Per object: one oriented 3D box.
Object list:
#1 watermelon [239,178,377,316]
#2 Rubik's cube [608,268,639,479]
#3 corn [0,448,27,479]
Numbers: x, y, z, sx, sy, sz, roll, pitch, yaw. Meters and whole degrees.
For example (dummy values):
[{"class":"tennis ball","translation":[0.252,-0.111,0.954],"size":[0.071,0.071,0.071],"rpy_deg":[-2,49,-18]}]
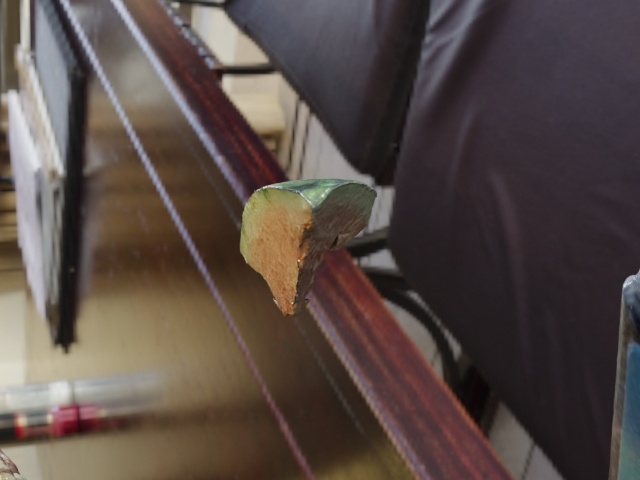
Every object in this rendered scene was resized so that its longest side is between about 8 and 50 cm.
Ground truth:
[{"class":"watermelon","translation":[-0.003,-0.011,0.755],"size":[0.155,0.101,0.080],"rpy_deg":[87,164,-61]},{"class":"Rubik's cube","translation":[0.279,0.130,0.426],"size":[0.260,0.255,0.259],"rpy_deg":[-121,19,-53]},{"class":"corn","translation":[-0.203,0.210,0.742],"size":[0.237,0.079,0.079],"rpy_deg":[40,131,41]}]
